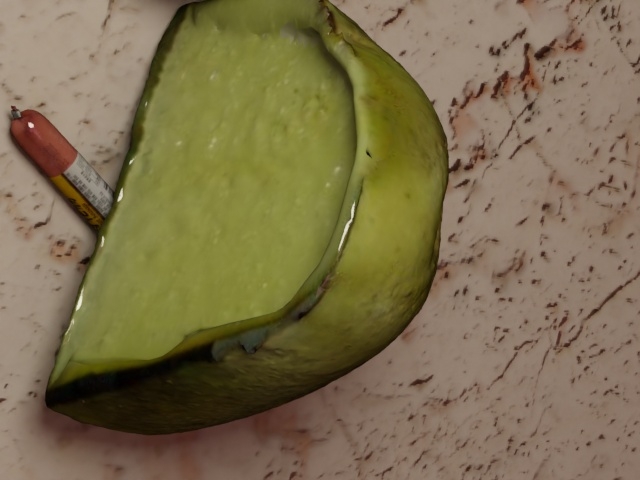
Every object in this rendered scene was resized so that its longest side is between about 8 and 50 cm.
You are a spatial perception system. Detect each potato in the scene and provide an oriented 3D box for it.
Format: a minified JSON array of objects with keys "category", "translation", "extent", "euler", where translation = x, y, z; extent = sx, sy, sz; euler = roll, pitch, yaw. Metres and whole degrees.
[{"category":"potato","translation":[0.000,0.000,1.366],"extent":[0.213,0.280,0.330],"euler":[26,74,-38]}]

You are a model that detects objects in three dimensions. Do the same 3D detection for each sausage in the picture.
[{"category":"sausage","translation":[-0.160,-0.021,1.426],"extent":[0.029,0.029,0.223],"euler":[-48,122,-15]}]
